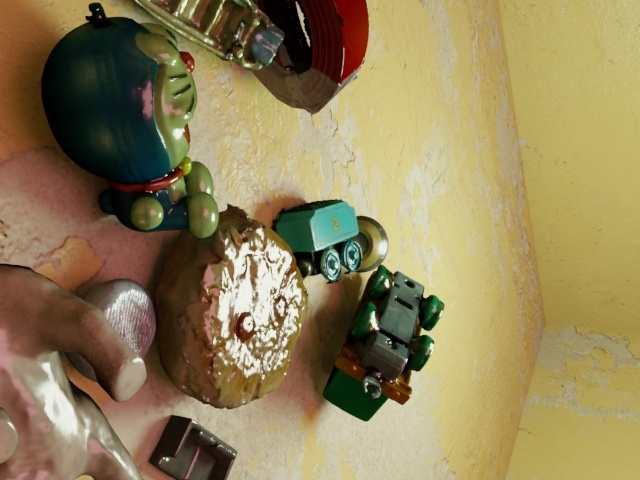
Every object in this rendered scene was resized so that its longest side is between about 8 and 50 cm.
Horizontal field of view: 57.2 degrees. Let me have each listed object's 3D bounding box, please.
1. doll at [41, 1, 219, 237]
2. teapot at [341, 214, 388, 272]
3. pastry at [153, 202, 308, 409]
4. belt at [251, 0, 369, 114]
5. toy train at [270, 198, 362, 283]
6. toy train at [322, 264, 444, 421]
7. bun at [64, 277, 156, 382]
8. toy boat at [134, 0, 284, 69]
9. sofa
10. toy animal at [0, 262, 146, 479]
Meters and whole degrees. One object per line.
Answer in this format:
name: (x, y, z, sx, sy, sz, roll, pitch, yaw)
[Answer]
doll: (-0.238, -0.139, 0.755, 0.198, 0.186, 0.322, -115, -164, -55)
teapot: (0.087, -0.007, 1.352, 0.166, 0.130, 0.119, 60, 16, 8)
pastry: (-0.144, 0.119, 0.958, 0.329, 0.136, 0.330, -8, 99, -59)
belt: (-0.036, -0.379, 1.021, 0.115, 0.227, 0.324, -52, 131, -40)
toy train: (0.000, 0.000, 1.208, 0.203, 0.112, 0.163, -22, 105, -58)
toy train: (0.138, 0.230, 1.340, 0.249, 0.178, 0.429, -61, 179, 33)
bun: (-0.286, 0.117, 0.790, 0.141, 0.083, 0.141, 7, 90, -67)
toy boat: (-0.178, -0.359, 0.902, 0.276, 0.084, 0.111, 15, 116, -51)
sofa: (-0.199, 0.355, 0.957, 0.147, 0.060, 0.085, 57, 46, -42)
toy animal: (-0.331, 0.165, 0.608, 0.194, 0.302, 0.344, -36, 145, -46)
